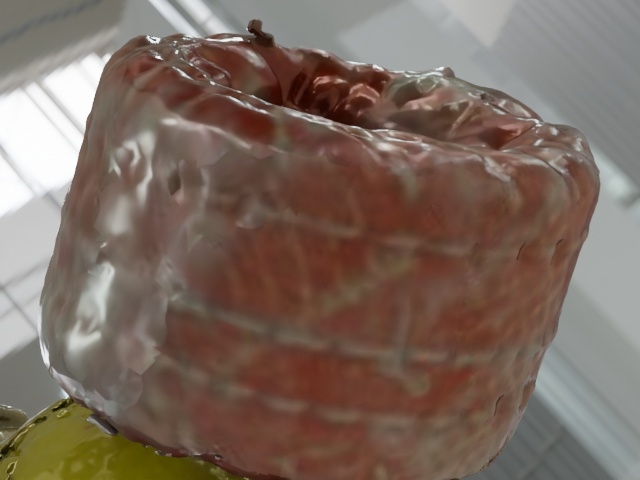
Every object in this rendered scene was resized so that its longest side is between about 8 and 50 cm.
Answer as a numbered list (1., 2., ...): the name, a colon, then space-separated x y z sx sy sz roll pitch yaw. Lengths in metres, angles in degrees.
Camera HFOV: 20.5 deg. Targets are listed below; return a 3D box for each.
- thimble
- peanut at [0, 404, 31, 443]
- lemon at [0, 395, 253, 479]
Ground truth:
1. thimble: 0.000 0.000 0.797 0.239 0.239 0.162 -13 -60 -58
2. peanut: -0.290 0.231 1.353 0.291 0.143 0.159 -53 22 21
3. lemon: -0.057 0.198 0.875 0.297 0.297 0.297 -38 -18 -15
